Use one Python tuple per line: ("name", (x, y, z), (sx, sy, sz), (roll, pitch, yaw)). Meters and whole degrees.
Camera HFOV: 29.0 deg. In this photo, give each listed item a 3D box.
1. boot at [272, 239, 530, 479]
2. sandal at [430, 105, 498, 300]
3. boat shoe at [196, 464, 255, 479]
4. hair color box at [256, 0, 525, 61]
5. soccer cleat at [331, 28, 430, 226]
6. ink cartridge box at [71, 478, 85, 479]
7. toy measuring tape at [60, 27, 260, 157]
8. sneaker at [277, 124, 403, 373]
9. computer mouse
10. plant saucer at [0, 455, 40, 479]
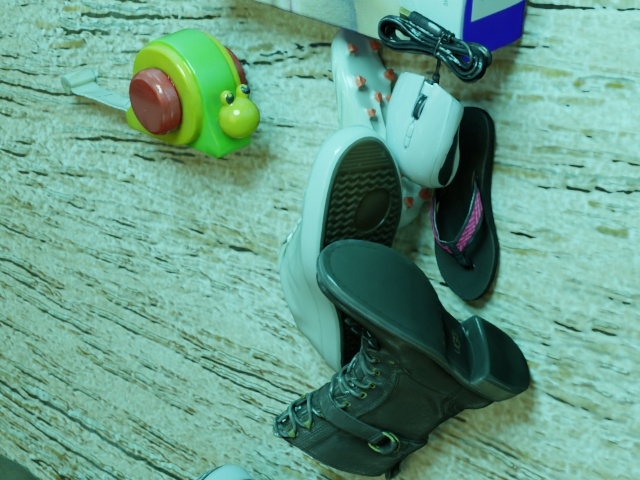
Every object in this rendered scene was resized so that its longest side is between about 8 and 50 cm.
("boot", (0.036, 0.129, 1.131), (0.229, 0.263, 0.091), (-36, 32, 33))
("sandal", (0.126, -0.033, 1.133), (0.067, 0.040, 0.179), (7, 102, 38))
("boat shoe", (-0.154, 0.338, 1.387), (0.105, 0.113, 0.306), (47, 139, 30))
("hair color box", (0.021, -0.295, 1.107), (0.339, 0.110, 0.185), (25, 126, 35))
("soccer cleat", (0.040, -0.104, 1.176), (0.076, 0.068, 0.196), (-18, 89, 43))
("ink cartridge box", (-0.317, 0.459, 1.474), (0.121, 0.211, 0.289), (3, 101, 37))
("toy measuring tape", (-0.179, -0.177, 1.313), (0.330, 0.121, 0.121), (24, 113, 42))
("sneaker", (0.000, 0.000, 1.155), (0.123, 0.106, 0.290), (41, 145, 34))
("computer mouse", (0.088, -0.106, 1.058), (0.106, 0.042, 0.193), (31, 146, 23))
("plant saucer", (-0.434, 0.446, 1.672), (0.310, 0.050, 0.311), (7, 101, 38))
